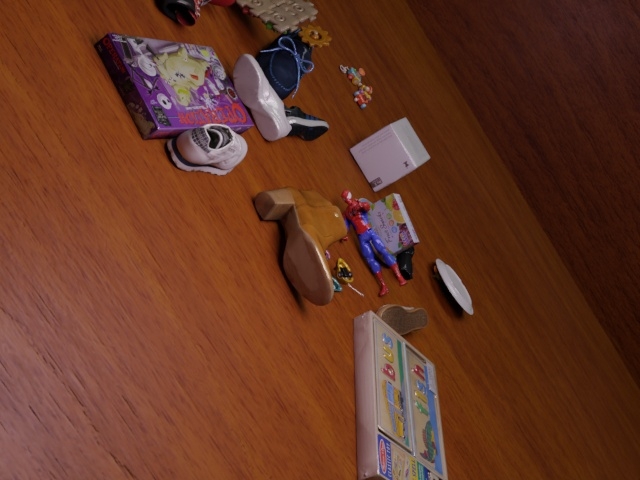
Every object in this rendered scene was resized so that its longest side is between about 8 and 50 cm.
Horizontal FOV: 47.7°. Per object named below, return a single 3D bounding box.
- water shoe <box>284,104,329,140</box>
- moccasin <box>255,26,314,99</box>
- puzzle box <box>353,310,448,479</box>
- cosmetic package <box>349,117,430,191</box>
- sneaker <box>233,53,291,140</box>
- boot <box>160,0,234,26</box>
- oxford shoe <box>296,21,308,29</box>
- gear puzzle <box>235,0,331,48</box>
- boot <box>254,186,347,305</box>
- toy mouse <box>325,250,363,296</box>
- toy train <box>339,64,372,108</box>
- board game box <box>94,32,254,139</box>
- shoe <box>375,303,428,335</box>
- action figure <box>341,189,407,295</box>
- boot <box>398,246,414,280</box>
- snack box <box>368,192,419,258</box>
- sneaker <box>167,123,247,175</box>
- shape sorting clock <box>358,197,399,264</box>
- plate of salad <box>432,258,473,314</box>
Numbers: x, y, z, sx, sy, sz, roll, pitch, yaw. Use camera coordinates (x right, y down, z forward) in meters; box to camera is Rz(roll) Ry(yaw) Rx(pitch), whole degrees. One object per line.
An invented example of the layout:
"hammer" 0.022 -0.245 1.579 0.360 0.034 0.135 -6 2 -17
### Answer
"water shoe" -0.047 -0.311 1.853 0.203 0.073 0.080 -2 63 -61
"moccasin" -0.087 -0.490 1.913 0.138 0.117 0.342 45 30 -28
"puzzle box" 0.174 0.379 1.570 0.272 0.052 0.408 41 32 -32
"cosmetic package" 0.210 -0.258 2.159 0.151 0.151 0.184 59 25 -2
"sneaker" -0.134 -0.342 1.720 0.094 0.080 0.212 -34 103 -52
"boot" -0.280 -0.552 1.681 0.244 0.088 0.176 5 59 -50
"oxford shoe" -0.083 -0.651 2.132 0.212 0.076 0.076 -4 65 -63
"gear puzzle" -0.106 -0.593 1.886 0.339 0.044 0.175 37 50 15
"boot" -0.001 0.000 1.560 0.211 0.104 0.295 -4 57 -52
"toy mouse" 0.008 0.068 1.610 0.143 0.031 0.161 -3 60 -48
"toy train" 0.130 -0.515 2.397 0.125 0.046 0.166 -8 71 -62
"board game box" -0.283 -0.309 1.473 0.208 0.056 0.347 65 26 1
"shoe" 0.190 0.197 1.786 0.219 0.058 0.076 10 75 -52
"action figure" 0.112 -0.001 1.793 0.280 0.092 0.139 64 18 8
"boot" 0.223 0.042 1.942 0.121 0.045 0.099 58 36 -48
"snack box" 0.181 -0.037 1.860 0.037 0.100 0.141 0 65 -57
"sneaker" -0.200 -0.188 1.442 0.090 0.095 0.235 60 25 3
"shape sorting clock" 0.158 -0.024 1.957 0.206 0.040 0.206 41 33 -34
"plate of salad" 0.401 0.145 2.205 0.200 0.048 0.199 49 18 -22
